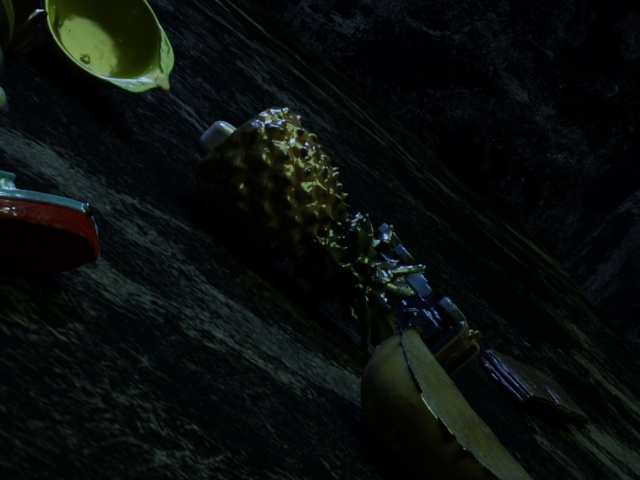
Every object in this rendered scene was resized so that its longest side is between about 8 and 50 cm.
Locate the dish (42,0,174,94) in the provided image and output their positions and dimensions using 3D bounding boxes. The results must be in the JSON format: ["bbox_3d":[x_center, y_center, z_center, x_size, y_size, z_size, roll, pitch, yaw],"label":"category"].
[{"bbox_3d":[-0.278,-0.249,1.523,0.207,0.080,0.149,48,54,-7],"label":"dish"}]

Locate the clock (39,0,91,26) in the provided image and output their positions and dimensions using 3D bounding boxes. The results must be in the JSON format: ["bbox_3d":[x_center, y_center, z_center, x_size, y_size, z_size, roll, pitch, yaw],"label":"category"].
[{"bbox_3d":[-0.354,-0.317,1.593,0.176,0.080,0.117,30,16,-46],"label":"clock"}]

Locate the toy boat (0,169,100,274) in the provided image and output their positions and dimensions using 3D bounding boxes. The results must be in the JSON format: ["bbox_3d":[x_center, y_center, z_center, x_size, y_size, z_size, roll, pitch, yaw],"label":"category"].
[{"bbox_3d":[-0.237,-0.015,0.975,0.173,0.069,0.058,16,38,-55],"label":"toy boat"}]

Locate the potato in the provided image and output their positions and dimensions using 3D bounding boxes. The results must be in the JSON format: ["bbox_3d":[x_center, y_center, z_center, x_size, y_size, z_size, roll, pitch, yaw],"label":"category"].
[{"bbox_3d":[0.123,0.214,1.276,0.243,0.098,0.138,51,17,9],"label":"potato"}]

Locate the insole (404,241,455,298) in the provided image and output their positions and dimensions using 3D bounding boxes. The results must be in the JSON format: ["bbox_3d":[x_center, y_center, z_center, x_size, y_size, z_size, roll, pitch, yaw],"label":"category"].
[{"bbox_3d":[0.145,0.038,1.634,0.053,0.002,0.152,48,2,-33],"label":"insole"}]

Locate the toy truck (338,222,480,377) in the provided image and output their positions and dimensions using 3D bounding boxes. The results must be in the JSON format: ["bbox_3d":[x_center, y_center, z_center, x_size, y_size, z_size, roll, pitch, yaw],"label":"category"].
[{"bbox_3d":[0.115,0.088,1.661,0.256,0.108,0.140,50,0,39],"label":"toy truck"}]

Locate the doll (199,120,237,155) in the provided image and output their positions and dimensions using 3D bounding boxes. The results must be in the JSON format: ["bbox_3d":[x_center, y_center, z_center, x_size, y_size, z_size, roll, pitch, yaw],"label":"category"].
[{"bbox_3d":[-0.095,-0.104,1.740,0.160,0.059,0.161,31,17,-44],"label":"doll"}]

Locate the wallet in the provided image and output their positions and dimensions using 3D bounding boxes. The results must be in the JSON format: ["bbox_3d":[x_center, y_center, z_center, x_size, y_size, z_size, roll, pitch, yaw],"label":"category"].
[{"bbox_3d":[0.357,0.248,2.013,0.230,0.042,0.124,30,15,-49],"label":"wallet"}]

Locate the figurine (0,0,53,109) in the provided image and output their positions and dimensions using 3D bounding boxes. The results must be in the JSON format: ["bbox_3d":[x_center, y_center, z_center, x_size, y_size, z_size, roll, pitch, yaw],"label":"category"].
[{"bbox_3d":[-0.404,-0.261,1.085,0.370,0.167,0.281,35,-17,1],"label":"figurine"}]

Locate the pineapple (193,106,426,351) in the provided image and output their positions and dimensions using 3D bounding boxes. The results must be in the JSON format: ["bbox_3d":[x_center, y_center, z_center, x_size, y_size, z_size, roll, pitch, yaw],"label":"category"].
[{"bbox_3d":[0.000,0.000,1.496,0.340,0.169,0.169,50,12,-5],"label":"pineapple"}]
